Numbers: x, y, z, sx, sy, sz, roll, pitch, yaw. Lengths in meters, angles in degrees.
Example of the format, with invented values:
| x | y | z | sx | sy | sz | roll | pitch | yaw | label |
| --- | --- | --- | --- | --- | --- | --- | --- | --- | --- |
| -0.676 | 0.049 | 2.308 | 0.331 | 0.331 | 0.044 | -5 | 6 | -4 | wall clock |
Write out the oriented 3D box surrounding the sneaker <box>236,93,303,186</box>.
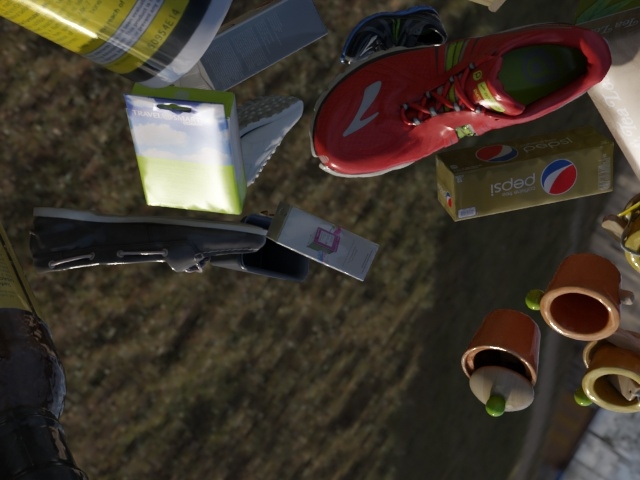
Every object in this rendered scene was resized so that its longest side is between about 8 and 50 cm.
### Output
| x | y | z | sx | sy | sz | roll | pitch | yaw | label |
| --- | --- | --- | --- | --- | --- | --- | --- | --- | --- |
| -0.112 | -0.140 | 1.867 | 0.235 | 0.090 | 0.095 | -37 | 122 | -29 | sneaker |

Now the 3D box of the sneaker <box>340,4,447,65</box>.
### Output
| x | y | z | sx | sy | sz | roll | pitch | yaw | label |
| --- | --- | --- | --- | --- | --- | --- | --- | --- | --- |
| 0.115 | -0.307 | 1.899 | 0.188 | 0.078 | 0.067 | -20 | 151 | -26 | sneaker |

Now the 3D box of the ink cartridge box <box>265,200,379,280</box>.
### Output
| x | y | z | sx | sy | sz | roll | pitch | yaw | label |
| --- | --- | --- | --- | --- | --- | --- | --- | --- | --- |
| 0.000 | 0.000 | 1.543 | 0.052 | 0.122 | 0.088 | -65 | -168 | -1 | ink cartridge box |

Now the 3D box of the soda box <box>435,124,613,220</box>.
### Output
| x | y | z | sx | sy | sz | roll | pitch | yaw | label |
| --- | --- | --- | --- | --- | --- | --- | --- | --- | --- |
| 0.218 | -0.073 | 1.329 | 0.061 | 0.181 | 0.058 | -118 | -160 | -61 | soda box |

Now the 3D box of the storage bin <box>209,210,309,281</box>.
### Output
| x | y | z | sx | sy | sz | roll | pitch | yaw | label |
| --- | --- | --- | --- | --- | --- | --- | --- | --- | --- |
| -0.095 | 0.008 | 1.829 | 0.135 | 0.091 | 0.098 | 13 | 77 | -45 | storage bin |

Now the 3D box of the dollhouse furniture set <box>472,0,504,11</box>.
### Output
| x | y | z | sx | sy | sz | roll | pitch | yaw | label |
| --- | --- | --- | --- | --- | --- | --- | --- | --- | --- |
| 0.105 | -0.288 | 0.966 | 0.144 | 0.151 | 0.123 | 133 | -34 | -54 | dollhouse furniture set |

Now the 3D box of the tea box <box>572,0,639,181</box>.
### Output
| x | y | z | sx | sy | sz | roll | pitch | yaw | label |
| --- | --- | --- | --- | --- | --- | --- | --- | --- | --- |
| 0.444 | -0.201 | 1.283 | 0.329 | 0.220 | 0.323 | 51 | 47 | -32 | tea box |

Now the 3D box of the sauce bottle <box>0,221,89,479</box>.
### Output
| x | y | z | sx | sy | sz | roll | pitch | yaw | label |
| --- | --- | --- | --- | --- | --- | --- | --- | --- | --- |
| -0.262 | 0.081 | 0.950 | 0.111 | 0.344 | 0.111 | -19 | 139 | -18 | sauce bottle |

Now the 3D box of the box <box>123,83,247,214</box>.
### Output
| x | y | z | sx | sy | sz | roll | pitch | yaw | label |
| --- | --- | --- | --- | --- | --- | --- | --- | --- | --- |
| -0.139 | -0.100 | 1.302 | 0.178 | 0.109 | 0.042 | 87 | 11 | -53 | box |

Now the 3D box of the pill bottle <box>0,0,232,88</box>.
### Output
| x | y | z | sx | sy | sz | roll | pitch | yaw | label |
| --- | --- | --- | --- | --- | --- | --- | --- | --- | --- |
| -0.161 | -0.183 | 0.732 | 0.208 | 0.119 | 0.119 | 24 | 102 | -32 | pill bottle |

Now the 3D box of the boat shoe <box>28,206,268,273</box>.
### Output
| x | y | z | sx | sy | sz | roll | pitch | yaw | label |
| --- | --- | --- | --- | --- | --- | --- | --- | --- | --- |
| -0.240 | 0.011 | 1.724 | 0.112 | 0.335 | 0.096 | -12 | 106 | -83 | boat shoe |

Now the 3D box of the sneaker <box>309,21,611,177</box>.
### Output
| x | y | z | sx | sy | sz | roll | pitch | yaw | label |
| --- | --- | --- | --- | --- | --- | --- | --- | --- | --- |
| 0.122 | -0.133 | 1.084 | 0.279 | 0.107 | 0.118 | -21 | -172 | -6 | sneaker |

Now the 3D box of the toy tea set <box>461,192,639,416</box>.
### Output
| x | y | z | sx | sy | sz | roll | pitch | yaw | label |
| --- | --- | --- | --- | --- | --- | --- | --- | --- | --- |
| 0.267 | 0.102 | 1.118 | 0.336 | 0.200 | 0.124 | -42 | -163 | 48 | toy tea set |

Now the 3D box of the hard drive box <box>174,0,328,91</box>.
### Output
| x | y | z | sx | sy | sz | roll | pitch | yaw | label |
| --- | --- | --- | --- | --- | --- | --- | --- | --- | --- |
| -0.132 | -0.332 | 2.122 | 0.232 | 0.089 | 0.181 | -32 | -165 | -21 | hard drive box |
